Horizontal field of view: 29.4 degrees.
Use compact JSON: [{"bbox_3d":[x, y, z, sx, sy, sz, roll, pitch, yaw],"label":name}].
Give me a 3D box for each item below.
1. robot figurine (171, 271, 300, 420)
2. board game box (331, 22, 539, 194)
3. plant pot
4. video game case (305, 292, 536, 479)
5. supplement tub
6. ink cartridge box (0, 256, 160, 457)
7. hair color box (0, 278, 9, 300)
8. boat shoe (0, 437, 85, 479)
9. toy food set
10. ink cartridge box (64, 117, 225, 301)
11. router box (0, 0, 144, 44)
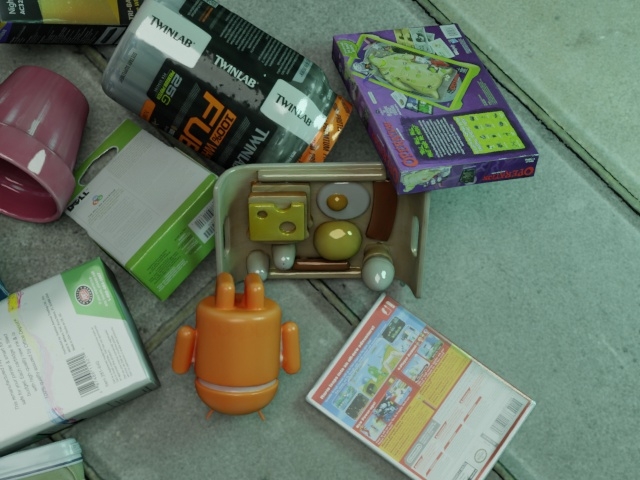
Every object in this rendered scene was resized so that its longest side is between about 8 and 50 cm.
[{"bbox_3d":[-0.123,0.158,1.775,0.128,0.158,0.219,15,109,42],"label":"robot figurine"},{"bbox_3d":[0.161,-0.203,1.804,0.208,0.056,0.346,-5,43,-15],"label":"board game box"},{"bbox_3d":[-0.444,-0.154,1.833,0.201,0.201,0.180,20,63,4],"label":"plant pot"},{"bbox_3d":[0.150,0.241,1.829,0.285,0.025,0.204,36,80,6],"label":"video game case"},{"bbox_3d":[-0.135,-0.222,1.815,0.338,0.207,0.207,31,79,-6],"label":"supplement tub"},{"bbox_3d":[-0.405,0.177,1.790,0.278,0.117,0.201,-24,79,-5],"label":"ink cartridge box"},{"bbox_3d":[-0.609,-0.020,1.779,0.174,0.105,0.347,-32,58,-7],"label":"hair color box"},{"bbox_3d":[-0.486,0.370,1.756,0.302,0.109,0.094,-17,81,-7],"label":"boat shoe"},{"bbox_3d":[0.000,0.000,1.776,0.306,0.219,0.092,-1,41,-1],"label":"toy food set"},{"bbox_3d":[-0.269,-0.055,1.862,0.189,0.097,0.255,-47,48,-9],"label":"ink cartridge box"},{"bbox_3d":[-0.414,-0.458,1.891,0.243,0.081,0.308,-6,76,-32],"label":"router box"}]
